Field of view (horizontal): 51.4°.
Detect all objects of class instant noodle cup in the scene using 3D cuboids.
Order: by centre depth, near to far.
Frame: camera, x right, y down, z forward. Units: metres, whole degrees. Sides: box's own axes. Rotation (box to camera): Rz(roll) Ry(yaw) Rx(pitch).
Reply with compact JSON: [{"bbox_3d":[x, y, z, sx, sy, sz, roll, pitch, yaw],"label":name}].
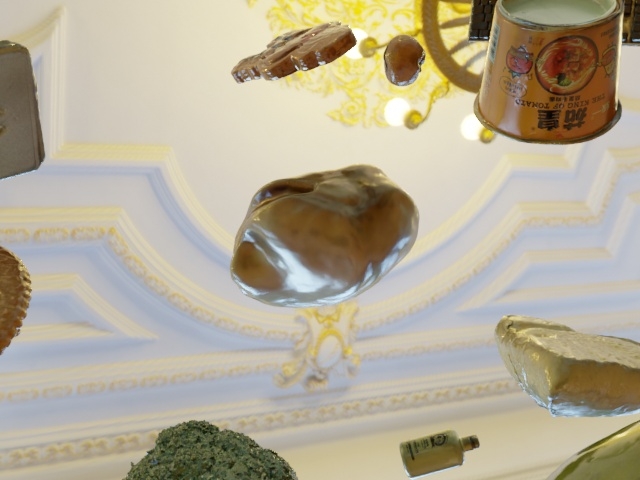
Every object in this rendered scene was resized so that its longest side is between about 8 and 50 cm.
[{"bbox_3d":[0.331,-0.262,0.950,0.216,0.215,0.172,-21,-47,-14],"label":"instant noodle cup"}]

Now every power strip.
[{"bbox_3d":[-0.478,-0.161,0.864,0.213,0.065,0.198,-27,-40,-41],"label":"power strip"}]

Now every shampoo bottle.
[{"bbox_3d":[0.248,0.434,1.370,0.162,0.079,0.079,-17,-55,7],"label":"shampoo bottle"}]

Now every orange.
[{"bbox_3d":[0.140,-0.296,1.099,0.086,0.062,0.086,-31,-46,-40],"label":"orange"}]

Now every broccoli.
[{"bbox_3d":[-0.146,0.373,0.839,0.270,0.269,0.270,-1,-37,-25],"label":"broccoli"}]

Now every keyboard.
[{"bbox_3d":[0.402,-0.373,1.085,0.027,0.317,0.106,2,-85,-68],"label":"keyboard"}]

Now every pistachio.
[{"bbox_3d":[0.000,0.000,1.424,0.446,0.281,0.365,-32,-48,30],"label":"pistachio"}]

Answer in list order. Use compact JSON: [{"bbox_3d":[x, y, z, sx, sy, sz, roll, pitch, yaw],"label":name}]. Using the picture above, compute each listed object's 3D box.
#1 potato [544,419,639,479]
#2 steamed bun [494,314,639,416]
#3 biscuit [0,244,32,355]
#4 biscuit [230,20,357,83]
[{"bbox_3d":[0.258,0.283,0.551,0.216,0.216,0.304,5,-67,-27],"label":"potato"},{"bbox_3d":[0.322,0.172,0.868,0.231,0.212,0.110,9,-82,-23],"label":"steamed bun"},{"bbox_3d":[-0.496,0.100,0.861,0.254,0.254,0.035,-26,-38,-10],"label":"biscuit"},{"bbox_3d":[-0.053,-0.385,1.339,0.202,0.334,0.047,-39,-61,-21],"label":"biscuit"}]
